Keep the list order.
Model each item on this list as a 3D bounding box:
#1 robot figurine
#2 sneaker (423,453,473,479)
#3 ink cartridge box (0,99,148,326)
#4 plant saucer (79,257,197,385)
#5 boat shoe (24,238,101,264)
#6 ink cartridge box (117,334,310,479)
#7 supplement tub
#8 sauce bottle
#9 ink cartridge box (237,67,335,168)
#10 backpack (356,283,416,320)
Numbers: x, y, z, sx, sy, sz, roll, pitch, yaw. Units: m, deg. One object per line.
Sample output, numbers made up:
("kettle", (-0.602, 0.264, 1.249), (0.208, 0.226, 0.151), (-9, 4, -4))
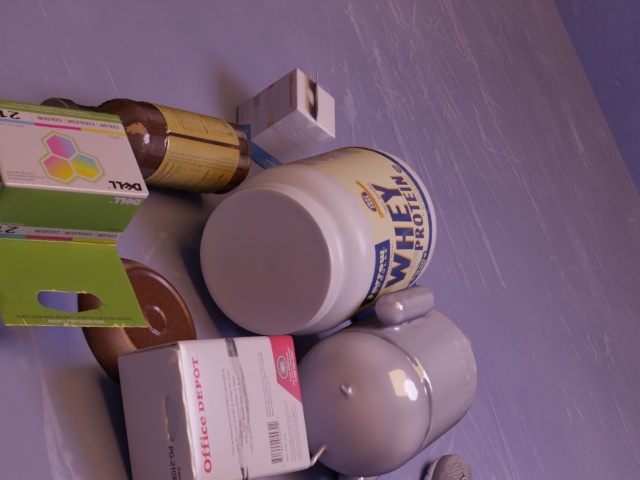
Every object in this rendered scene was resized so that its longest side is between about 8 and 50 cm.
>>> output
("robot figurine", (0.087, 0.202, 2.010), (0.353, 0.200, 0.300), (-23, 125, -59))
("sneaker", (0.224, 0.421, 2.131), (0.105, 0.115, 0.281), (41, 28, -32))
("ink cartridge box", (-0.291, -0.029, 1.660), (0.189, 0.097, 0.255), (4, 48, -38))
("plant saucer", (-0.215, 0.104, 1.816), (0.198, 0.036, 0.198), (38, 37, -36))
("boat shoe", (-0.306, 0.002, 1.744), (0.063, 0.066, 0.184), (57, 39, -9))
("ink cartridge box", (-0.125, 0.208, 1.761), (0.237, 0.100, 0.172), (2, 77, -57))
("supplement tub", (0.000, 0.000, 2.039), (0.235, 0.235, 0.325), (62, 29, 3))
("sauce bottle", (-0.232, -0.130, 1.919), (0.344, 0.111, 0.111), (10, 56, -55))
("ink cartridge box", (-0.045, -0.184, 2.225), (0.090, 0.143, 0.092), (36, 37, -36))
("backpack", (0.101, 0.087, 2.262), (0.120, 0.101, 0.098), (62, 22, 9))
